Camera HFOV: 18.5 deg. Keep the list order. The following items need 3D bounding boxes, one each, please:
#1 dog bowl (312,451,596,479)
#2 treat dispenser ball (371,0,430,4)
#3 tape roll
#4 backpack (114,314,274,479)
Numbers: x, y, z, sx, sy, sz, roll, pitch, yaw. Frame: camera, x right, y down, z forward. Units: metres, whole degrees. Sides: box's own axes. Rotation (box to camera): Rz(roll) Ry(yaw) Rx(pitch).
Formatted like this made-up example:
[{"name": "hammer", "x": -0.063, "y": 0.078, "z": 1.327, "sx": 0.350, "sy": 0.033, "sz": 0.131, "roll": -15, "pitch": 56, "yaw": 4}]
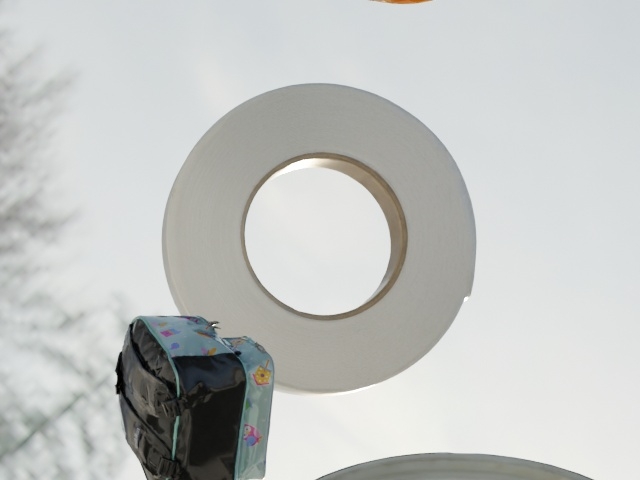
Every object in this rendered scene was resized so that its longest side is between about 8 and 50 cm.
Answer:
[{"name": "dog bowl", "x": 0.127, "y": 0.350, "z": 1.643, "sx": 0.408, "sy": 0.408, "sz": 0.150, "roll": 25, "pitch": -54, "yaw": 35}, {"name": "treat dispenser ball", "x": 0.076, "y": -0.371, "z": 1.884, "sx": 0.288, "sy": 0.288, "sz": 0.288, "roll": 34, "pitch": -28, "yaw": 21}, {"name": "tape roll", "x": 0.000, "y": 0.000, "z": 2.421, "sx": 0.392, "sy": 0.392, "sz": 0.072, "roll": 45, "pitch": -13, "yaw": -1}, {"name": "backpack", "x": -0.128, "y": 0.158, "z": 1.951, "sx": 0.188, "sy": 0.144, "sz": 0.166, "roll": 34, "pitch": -55, "yaw": 56}]
